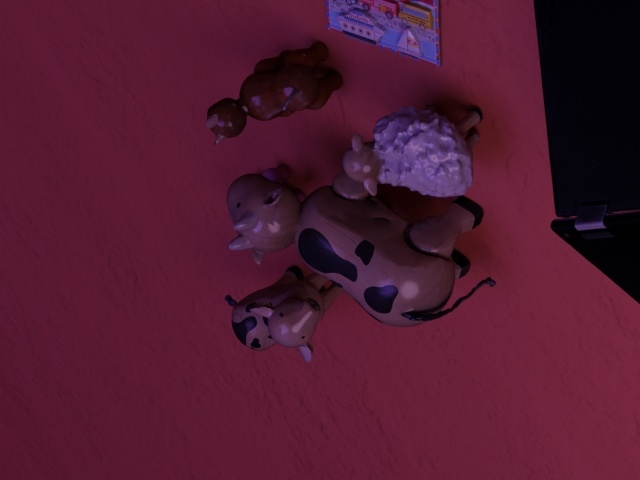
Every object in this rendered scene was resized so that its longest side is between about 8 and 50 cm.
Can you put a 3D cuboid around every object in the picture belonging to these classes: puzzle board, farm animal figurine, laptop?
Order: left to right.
[{"bbox_3d":[0.000,0.000,1.878,0.327,0.172,0.330,21,133,33],"label":"farm animal figurine"},{"bbox_3d":[0.054,-0.214,1.786,0.128,0.011,0.096,23,134,32],"label":"puzzle board"},{"bbox_3d":[0.387,-0.092,1.537,0.382,0.236,0.408,-6,145,47],"label":"laptop"}]
